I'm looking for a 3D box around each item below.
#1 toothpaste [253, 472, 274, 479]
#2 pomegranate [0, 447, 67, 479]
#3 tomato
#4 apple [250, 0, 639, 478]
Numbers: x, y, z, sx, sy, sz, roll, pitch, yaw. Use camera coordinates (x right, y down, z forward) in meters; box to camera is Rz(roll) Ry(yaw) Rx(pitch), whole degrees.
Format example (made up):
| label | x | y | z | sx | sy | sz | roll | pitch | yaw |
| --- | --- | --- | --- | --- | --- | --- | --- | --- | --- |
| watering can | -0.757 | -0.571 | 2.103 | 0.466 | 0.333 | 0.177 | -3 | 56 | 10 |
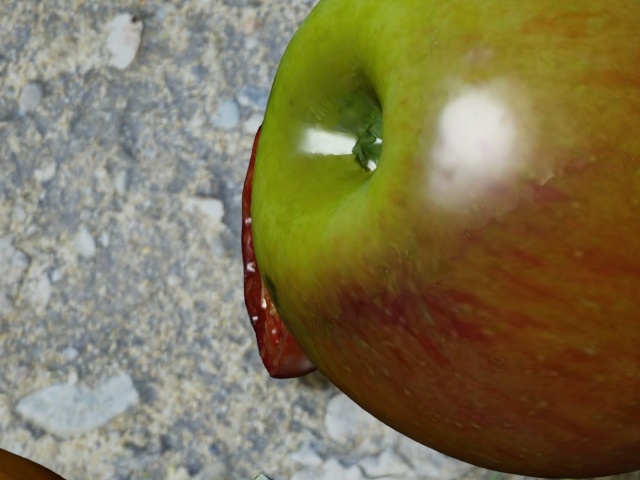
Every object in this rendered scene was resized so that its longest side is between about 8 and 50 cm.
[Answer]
| label | x | y | z | sx | sy | sz | roll | pitch | yaw |
| --- | --- | --- | --- | --- | --- | --- | --- | --- | --- |
| toothpaste | 0.003 | 0.227 | 1.280 | 0.046 | 0.034 | 0.164 | -48 | 61 | 2 |
| pomegranate | -0.282 | 0.267 | 1.264 | 0.319 | 0.319 | 0.319 | -7 | 72 | 24 |
| tomato | -0.002 | 0.005 | 1.310 | 0.082 | 0.166 | 0.174 | 2 | 96 | -16 |
| apple | 0.129 | -0.034 | 1.118 | 0.340 | 0.339 | 0.339 | -7 | 72 | 24 |
